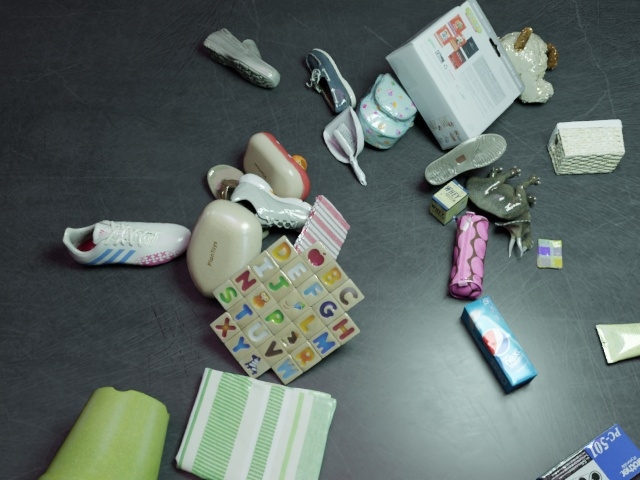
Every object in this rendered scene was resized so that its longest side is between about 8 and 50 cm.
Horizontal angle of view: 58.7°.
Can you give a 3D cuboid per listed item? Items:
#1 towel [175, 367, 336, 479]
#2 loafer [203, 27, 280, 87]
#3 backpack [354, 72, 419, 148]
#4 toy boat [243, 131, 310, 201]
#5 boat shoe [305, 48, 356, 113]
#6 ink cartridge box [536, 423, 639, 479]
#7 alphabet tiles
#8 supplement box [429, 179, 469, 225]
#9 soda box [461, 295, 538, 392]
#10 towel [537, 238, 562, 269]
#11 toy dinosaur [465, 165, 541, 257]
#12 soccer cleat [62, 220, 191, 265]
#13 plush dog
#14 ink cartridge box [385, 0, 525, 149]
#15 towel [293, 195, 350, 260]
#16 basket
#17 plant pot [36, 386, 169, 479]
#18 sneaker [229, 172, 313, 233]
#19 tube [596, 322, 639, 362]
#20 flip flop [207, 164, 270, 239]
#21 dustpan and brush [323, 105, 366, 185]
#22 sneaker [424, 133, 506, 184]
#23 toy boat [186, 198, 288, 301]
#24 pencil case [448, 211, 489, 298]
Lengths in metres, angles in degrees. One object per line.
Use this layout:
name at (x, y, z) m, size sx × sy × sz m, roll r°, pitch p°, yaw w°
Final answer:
towel at (-0.147, 0.440, 1.300) m, size 0.325 × 0.038 × 0.247 m, roll 11°, pitch 65°, yaw 10°
loafer at (-0.240, -0.592, 1.820) m, size 0.319 × 0.112 × 0.111 m, roll 37°, pitch 80°, yaw 23°
backpack at (0.187, -0.365, 1.621) m, size 0.166 × 0.144 × 0.188 m, roll 35°, pitch 70°, yaw -7°
toy boat at (-0.102, -0.201, 1.597) m, size 0.151 × 0.151 × 0.231 m, roll -18°, pitch 57°, yaw -37°
boat shoe at (0.014, -0.488, 1.750) m, size 0.079 × 0.095 × 0.254 m, roll -24°, pitch 70°, yaw -19°
ink cartridge box at (0.568, 0.483, 1.190) m, size 0.207 × 0.046 × 0.097 m, roll -30°, pitch 64°, yaw -10°
alphabet tiles at (-0.083, 0.167, 1.337) m, size 0.343 × 0.011 × 0.285 m, roll -38°, pitch 89°, yaw 11°
supplement box at (0.340, -0.099, 1.506) m, size 0.083 × 0.083 × 0.056 m, roll -38°, pitch 64°, yaw -14°
soda box at (0.411, 0.239, 1.323) m, size 0.067 × 0.071 × 0.210 m, roll -24°, pitch 62°, yaw -7°
towel at (0.584, 0.035, 1.449) m, size 0.060 × 0.009 × 0.083 m, roll 7°, pitch 63°, yaw 11°
toy dinosaur at (0.462, -0.119, 1.485) m, size 0.160 × 0.121 × 0.313 m, roll -35°, pitch 66°, yaw -19°
soccer cleat at (-0.516, 0.002, 1.514) m, size 0.332 × 0.143 × 0.116 m, roll -7°, pitch 61°, yaw 2°
plush dog at (0.581, -0.549, 1.680) m, size 0.263 × 0.210 × 0.225 m, roll 19°, pitch 40°, yaw 14°
ink cartridge box at (0.380, -0.459, 1.571) m, size 0.272 × 0.130 × 0.309 m, roll -42°, pitch 106°, yaw -22°
towel at (0.000, 0.000, 1.467) m, size 0.029 × 0.144 × 0.197 m, roll 2°, pitch 58°, yaw 42°
basket at (0.713, -0.247, 1.528) m, size 0.167 × 0.113 × 0.103 m, roll -3°, pitch 64°, yaw 5°
plant pot at (-0.447, 0.464, 1.212) m, size 0.276 × 0.276 × 0.253 m, roll 4°, pitch 51°, yaw 8°
sneaker at (-0.121, -0.063, 1.495) m, size 0.263 × 0.099 × 0.121 m, roll 28°, pitch 49°, yaw 1°
tube at (0.770, 0.220, 1.307) m, size 0.240 × 0.062 × 0.070 m, roll -9°, pitch 18°, yaw 7°
flip flop at (-0.228, -0.114, 1.579) m, size 0.112 × 0.080 × 0.277 m, roll -27°, pitch 63°, yaw -8°
dustpan and brush at (0.085, -0.253, 1.615) m, size 0.060 × 0.147 × 0.211 m, roll -34°, pitch 92°, yaw -38°
sneaker at (0.378, -0.222, 1.522) m, size 0.222 × 0.118 × 0.083 m, roll -23°, pitch 96°, yaw 10°
toy boat at (-0.183, 0.055, 1.436) m, size 0.318 × 0.148 × 0.267 m, roll 29°, pitch 113°, yaw 10°
pencil case at (0.369, 0.036, 1.422) m, size 0.095 × 0.098 × 0.209 m, roll 4°, pitch 63°, yaw 15°
